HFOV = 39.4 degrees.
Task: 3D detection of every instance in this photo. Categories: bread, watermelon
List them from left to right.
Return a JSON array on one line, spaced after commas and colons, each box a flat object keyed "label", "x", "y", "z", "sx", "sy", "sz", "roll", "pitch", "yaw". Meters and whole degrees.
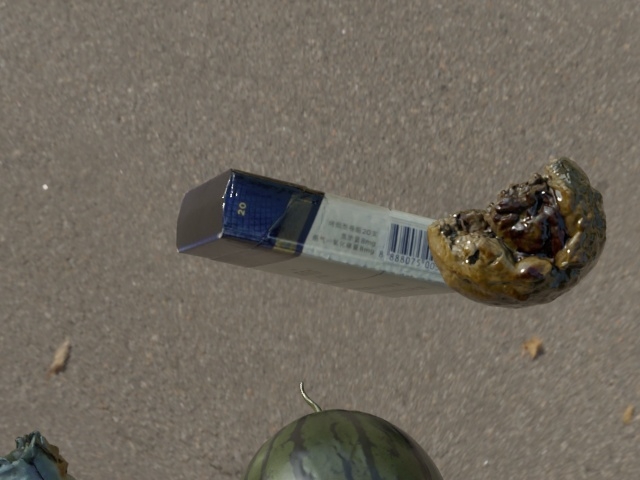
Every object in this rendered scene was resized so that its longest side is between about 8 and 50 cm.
[{"label": "watermelon", "x": 0.007, "y": 0.124, "z": 0.422, "sx": 0.105, "sy": 0.105, "sz": 0.133, "roll": -13, "pitch": 57, "yaw": -4}, {"label": "bread", "x": 0.130, "y": 0.002, "z": 0.566, "sx": 0.113, "sy": 0.060, "sz": 0.082, "roll": -31, "pitch": 91, "yaw": 7}]

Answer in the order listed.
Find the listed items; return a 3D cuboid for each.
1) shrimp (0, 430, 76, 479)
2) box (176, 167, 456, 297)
[{"label": "shrimp", "x": -0.329, "y": 0.357, "z": 0.907, "sx": 0.185, "sy": 0.068, "sz": 0.287, "roll": 44, "pitch": 72, "yaw": -8}, {"label": "box", "x": 0.000, "y": 0.000, "z": 0.888, "sx": 0.259, "sy": 0.168, "sz": 0.071, "roll": 15, "pitch": 79, "yaw": -23}]
